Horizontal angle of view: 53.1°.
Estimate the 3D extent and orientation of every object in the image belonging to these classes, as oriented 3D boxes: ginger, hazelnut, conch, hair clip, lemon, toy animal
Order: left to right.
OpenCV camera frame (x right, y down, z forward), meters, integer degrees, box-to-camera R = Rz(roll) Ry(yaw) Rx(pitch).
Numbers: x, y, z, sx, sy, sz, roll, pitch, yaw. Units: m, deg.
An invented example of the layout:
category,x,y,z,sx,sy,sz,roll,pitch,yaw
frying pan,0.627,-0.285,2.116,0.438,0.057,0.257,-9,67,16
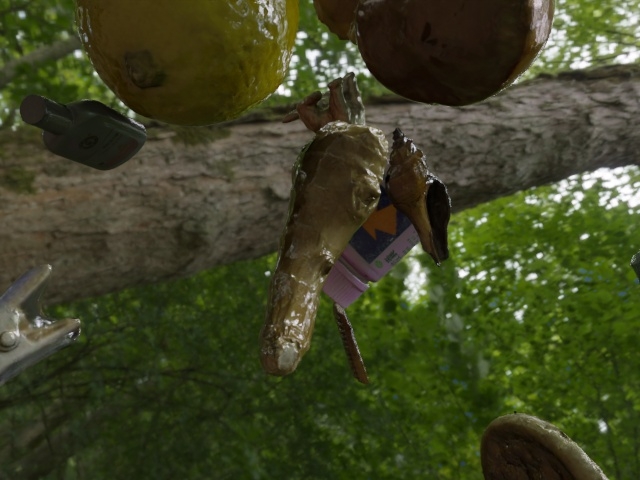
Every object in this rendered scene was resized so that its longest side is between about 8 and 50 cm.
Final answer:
category,x,y,z,sx,sy,sz,roll,pitch,yaw
hair clip,-0.292,0.129,0.438,0.084,0.292,0.106,49,-34,-12
lemon,-0.144,-0.253,0.720,0.267,0.267,0.268,30,-51,45
ginger,0.000,0.000,0.638,0.131,0.295,0.086,-17,-43,42
toy animal,0.029,-0.195,1.216,0.183,0.104,0.185,-24,-79,42
conch,0.156,-0.071,1.027,0.233,0.086,0.080,54,-1,-33
hazelnut,0.236,-0.393,1.085,0.315,0.372,0.372,53,-34,0

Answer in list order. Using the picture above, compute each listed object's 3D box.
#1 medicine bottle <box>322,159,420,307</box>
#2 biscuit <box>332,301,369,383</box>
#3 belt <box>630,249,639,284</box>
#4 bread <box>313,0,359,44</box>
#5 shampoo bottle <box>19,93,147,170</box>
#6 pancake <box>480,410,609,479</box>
category,x,y,z,sx,sy,sz,roll,pitch,yaw
medicine bottle,0.100,-0.013,1.362,0.178,0.290,0.178,46,5,-5
biscuit,0.063,0.228,1.480,0.228,0.031,0.176,-121,-165,-78
belt,0.694,0.039,1.156,0.150,0.257,0.207,67,-28,19
bread,0.160,-0.585,1.315,0.250,0.394,0.361,-126,-157,-59
shampoo bottle,-0.259,-0.120,0.701,0.040,0.080,0.165,58,9,12
pancake,0.185,0.206,0.507,0.158,0.028,0.158,45,-29,34
